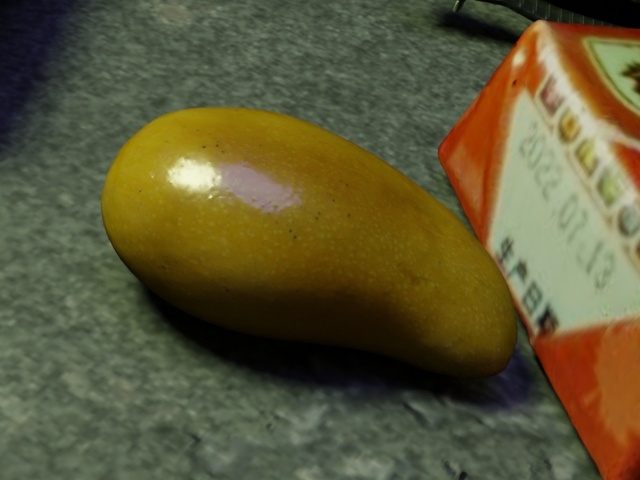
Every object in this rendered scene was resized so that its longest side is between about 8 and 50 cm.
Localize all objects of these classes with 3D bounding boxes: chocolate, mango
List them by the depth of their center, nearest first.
[{"bbox_3d":[0.000,0.000,0.563,0.184,0.085,0.102,18,36,-9],"label":"mango"},{"bbox_3d":[0.206,0.000,0.631,0.237,0.108,0.235,4,40,-21],"label":"chocolate"}]

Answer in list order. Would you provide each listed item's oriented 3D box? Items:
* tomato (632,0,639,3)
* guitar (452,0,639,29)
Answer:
[{"bbox_3d":[0.221,-0.278,0.865,0.303,0.304,0.239,-15,19,-37],"label":"tomato"},{"bbox_3d":[0.176,-0.119,0.827,0.271,0.038,0.084,18,35,-4],"label":"guitar"}]
